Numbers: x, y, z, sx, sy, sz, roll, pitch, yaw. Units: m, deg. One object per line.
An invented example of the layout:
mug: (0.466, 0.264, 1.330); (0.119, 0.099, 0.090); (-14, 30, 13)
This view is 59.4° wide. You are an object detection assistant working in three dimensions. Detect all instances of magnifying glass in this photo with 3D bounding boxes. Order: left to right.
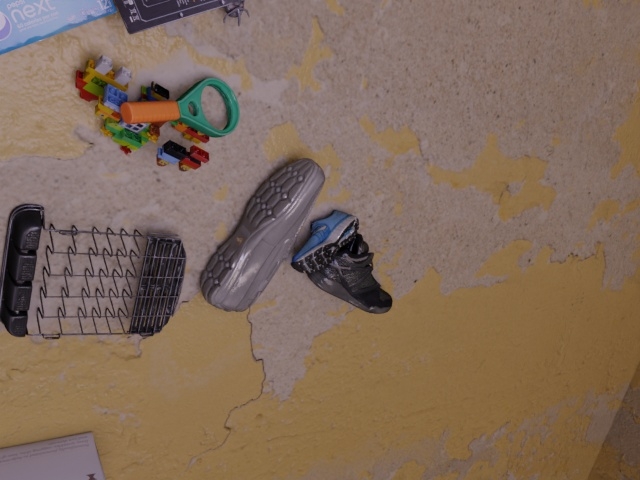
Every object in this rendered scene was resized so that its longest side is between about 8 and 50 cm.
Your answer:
magnifying glass: (-0.198, -0.195, 0.834); (0.231, 0.026, 0.092); (-25, 106, -55)

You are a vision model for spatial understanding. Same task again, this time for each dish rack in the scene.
dish rack: (-0.361, 0.062, 0.911); (0.272, 0.074, 0.208); (5, 111, -35)

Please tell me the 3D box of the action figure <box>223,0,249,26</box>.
action figure: (-0.135, -0.447, 0.781); (0.185, 0.099, 0.285); (-21, 125, -27)

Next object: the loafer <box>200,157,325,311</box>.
loafer: (-0.092, -0.005, 1.020); (0.111, 0.112, 0.319); (29, 104, -42)

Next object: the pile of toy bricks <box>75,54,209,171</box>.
pile of toy bricks: (-0.272, -0.167, 0.845); (0.105, 0.118, 0.212); (-26, 148, 30)

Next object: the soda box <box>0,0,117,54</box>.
soda box: (-0.374, -0.287, 0.707); (0.210, 0.071, 0.067); (-28, 124, -16)

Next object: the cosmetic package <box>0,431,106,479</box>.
cosmetic package: (-0.515, 0.560, 1.009); (0.217, 0.156, 0.384); (1, 111, -32)

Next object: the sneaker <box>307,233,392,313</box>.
sneaker: (0.092, 0.071, 1.175); (0.228, 0.087, 0.130); (30, 102, -32)

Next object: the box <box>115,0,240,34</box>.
box: (-0.197, -0.399, 0.698); (0.183, 0.056, 0.231); (-15, 119, 6)

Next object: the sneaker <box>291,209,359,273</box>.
sneaker: (0.000, 0.000, 1.096); (0.162, 0.073, 0.063); (-40, 145, -22)
